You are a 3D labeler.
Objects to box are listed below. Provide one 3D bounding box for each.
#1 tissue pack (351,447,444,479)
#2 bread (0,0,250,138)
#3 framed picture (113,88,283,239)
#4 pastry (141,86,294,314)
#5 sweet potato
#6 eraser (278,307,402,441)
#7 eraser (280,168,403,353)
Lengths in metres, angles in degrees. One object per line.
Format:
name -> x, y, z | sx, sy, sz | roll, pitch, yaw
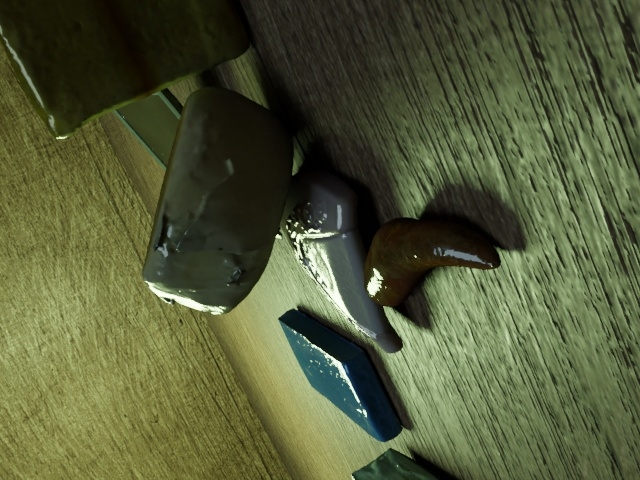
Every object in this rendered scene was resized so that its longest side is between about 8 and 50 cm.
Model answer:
tissue pack -> 0.175, 0.455, 1.110 | 0.316, 0.103, 0.228 | 63, 167, -6
bread -> -0.267, -0.276, 0.948 | 0.361, 0.233, 0.245 | 31, 148, 63
framed picture -> -0.195, -0.121, 1.201 | 0.231, 0.018, 0.293 | 14, 148, 51
pastry -> -0.118, -0.041, 0.916 | 0.133, 0.265, 0.265 | 17, 180, -15
sweet potato -> 0.077, 0.019, 0.712 | 0.078, 0.058, 0.255 | 44, 162, 0
eraser -> 0.020, 0.200, 1.261 | 0.144, 0.042, 0.312 | 65, 165, -15
eraser -> -0.001, 0.001, 0.922 | 0.243, 0.059, 0.204 | 40, 155, 55
